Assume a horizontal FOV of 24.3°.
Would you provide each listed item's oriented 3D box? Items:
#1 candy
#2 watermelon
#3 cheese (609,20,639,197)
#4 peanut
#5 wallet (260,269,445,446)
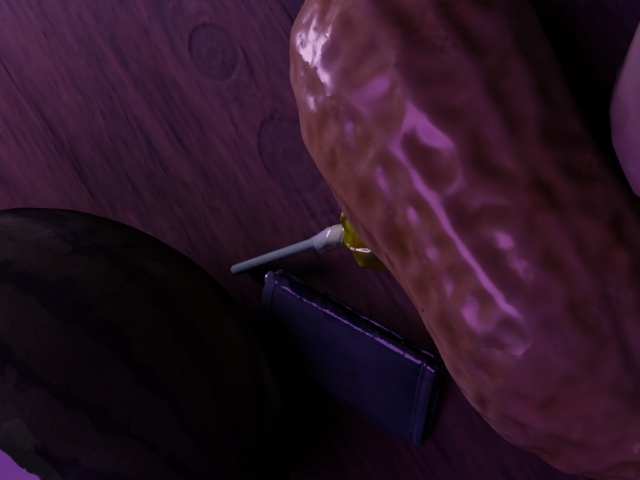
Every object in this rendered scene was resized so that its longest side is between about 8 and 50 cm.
[{"bbox_3d":[0.000,0.000,0.924,0.058,0.062,0.194,26,154,-31],"label":"candy"},{"bbox_3d":[-0.189,0.117,0.970,0.359,0.279,0.279,7,114,37],"label":"watermelon"},{"bbox_3d":[0.232,-0.093,0.659,0.159,0.093,0.263,43,132,19],"label":"cheese"},{"bbox_3d":[0.094,-0.009,0.773,0.325,0.140,0.153,59,160,0],"label":"peanut"},{"bbox_3d":[0.019,0.073,0.942,0.129,0.026,0.088,29,142,19],"label":"wallet"}]
